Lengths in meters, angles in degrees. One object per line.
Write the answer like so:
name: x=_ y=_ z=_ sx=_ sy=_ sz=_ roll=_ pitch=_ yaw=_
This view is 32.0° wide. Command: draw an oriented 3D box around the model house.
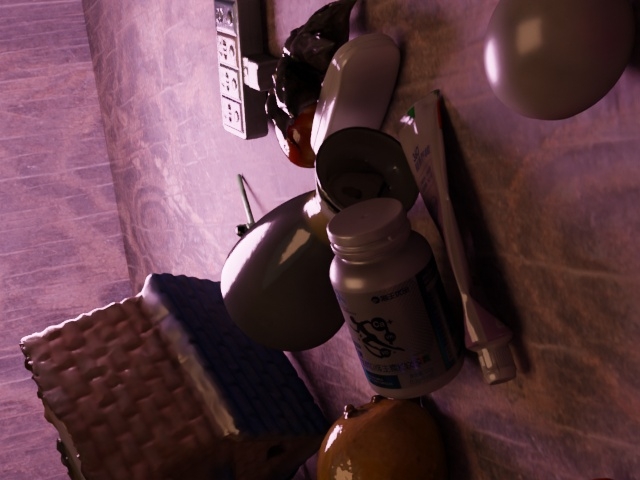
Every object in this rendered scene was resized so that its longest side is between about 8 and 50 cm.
model house: x=-0.186 y=0.320 z=1.740 sx=0.395 sy=0.400 sz=0.445 roll=48 pitch=154 yaw=36

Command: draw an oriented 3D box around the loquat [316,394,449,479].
loquat: x=0.073 y=0.253 z=1.259 sx=0.172 sy=0.149 sz=0.204 roll=70 pitch=-150 yaw=-53

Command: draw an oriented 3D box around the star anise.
star anise: x=-0.014 y=-0.209 z=1.281 sx=0.180 sy=0.061 sz=0.204 roll=-46 pitch=18 yaw=52

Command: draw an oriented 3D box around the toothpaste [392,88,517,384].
toothpaste: x=0.132 y=-0.004 z=1.094 sx=0.075 sy=0.048 sz=0.301 roll=98 pitch=158 yaw=-68

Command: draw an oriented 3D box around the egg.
egg: x=0.172 y=-0.143 z=0.811 sx=0.135 sy=0.103 sz=0.103 roll=111 pitch=144 yaw=-60

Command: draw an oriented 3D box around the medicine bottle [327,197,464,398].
medicine bottle: x=0.073 y=0.058 z=1.135 sx=0.107 sy=0.107 sz=0.191 roll=39 pitch=152 yaw=62

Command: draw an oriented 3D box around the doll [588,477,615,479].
doll: x=0.215 y=0.354 z=0.979 sx=0.200 sy=0.105 sz=0.336 roll=60 pitch=146 yaw=40

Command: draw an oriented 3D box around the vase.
vase: x=0.000 y=0.000 z=1.310 sx=0.321 sy=0.173 sz=0.173 roll=125 pitch=131 yaw=-59

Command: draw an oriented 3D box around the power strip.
power strip: x=-0.099 y=-0.253 z=1.626 sx=0.145 sy=0.061 sz=0.215 roll=33 pitch=132 yaw=56

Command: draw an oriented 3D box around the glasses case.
glasses case: x=0.037 y=-0.155 z=1.239 sx=0.193 sy=0.074 sz=0.049 roll=108 pitch=143 yaw=-56

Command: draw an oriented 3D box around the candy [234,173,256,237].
candy: x=-0.106 y=-0.022 z=1.762 sx=0.287 sy=0.078 sz=0.084 roll=-110 pitch=16 yaw=-47

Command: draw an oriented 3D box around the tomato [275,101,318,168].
tomato: x=-0.018 y=-0.133 z=1.412 sx=0.087 sy=0.075 sz=0.087 roll=165 pitch=90 yaw=-70
